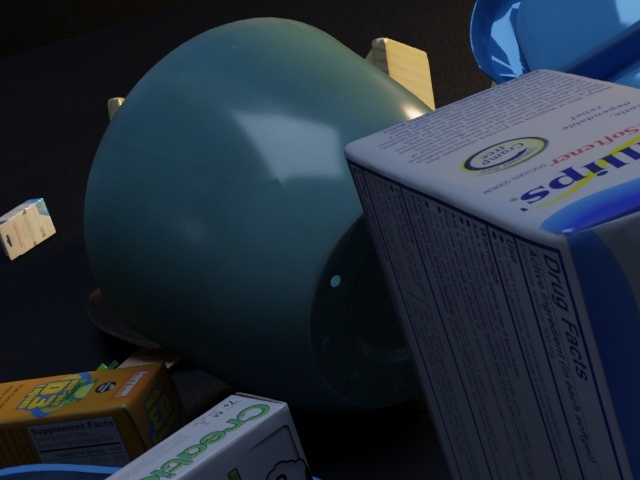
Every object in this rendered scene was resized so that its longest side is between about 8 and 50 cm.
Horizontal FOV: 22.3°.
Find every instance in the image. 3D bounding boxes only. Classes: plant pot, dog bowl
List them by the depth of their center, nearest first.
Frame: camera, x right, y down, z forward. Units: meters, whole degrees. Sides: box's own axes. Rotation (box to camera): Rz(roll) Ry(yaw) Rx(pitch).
[{"bbox_3d":[0.215,-0.107,1.154,0.166,0.074,0.297,-31,50,17],"label":"dog bowl"},{"bbox_3d":[0.000,0.000,1.256,0.293,0.293,0.235,-27,35,-24],"label":"plant pot"}]

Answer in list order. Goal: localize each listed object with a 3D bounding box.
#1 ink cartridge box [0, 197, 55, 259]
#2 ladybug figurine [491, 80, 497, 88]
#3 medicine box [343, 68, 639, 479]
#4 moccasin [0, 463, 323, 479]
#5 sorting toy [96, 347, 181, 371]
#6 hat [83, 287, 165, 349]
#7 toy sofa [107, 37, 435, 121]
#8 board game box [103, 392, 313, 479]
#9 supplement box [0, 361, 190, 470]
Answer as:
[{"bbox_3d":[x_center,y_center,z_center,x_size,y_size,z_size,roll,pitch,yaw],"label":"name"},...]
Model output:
[{"bbox_3d":[-0.368,-0.013,1.987,0.028,0.048,0.083,-4,23,37],"label":"ink cartridge box"},{"bbox_3d":[0.336,-0.078,1.211,0.449,0.162,0.305,22,77,42],"label":"ladybug figurine"},{"bbox_3d":[0.162,0.061,0.921,0.149,0.263,0.289,-23,19,-15],"label":"medicine box"},{"bbox_3d":[-0.144,0.207,1.003,0.342,0.138,0.117,-13,23,20],"label":"moccasin"},{"bbox_3d":[-0.164,0.112,1.488,0.083,0.012,0.062,-2,29,32],"label":"sorting toy"},{"bbox_3d":[-0.100,-0.019,1.572,0.331,0.134,0.331,-14,21,5],"label":"hat"},{"bbox_3d":[-0.048,-0.102,1.834,0.362,0.177,0.150,-11,-5,22],"label":"toy sofa"},{"bbox_3d":[-0.108,0.233,0.798,0.305,0.193,0.053,-32,22,-35],"label":"board game box"},{"bbox_3d":[-0.225,0.157,1.314,0.233,0.080,0.078,-8,23,23],"label":"supplement box"}]
